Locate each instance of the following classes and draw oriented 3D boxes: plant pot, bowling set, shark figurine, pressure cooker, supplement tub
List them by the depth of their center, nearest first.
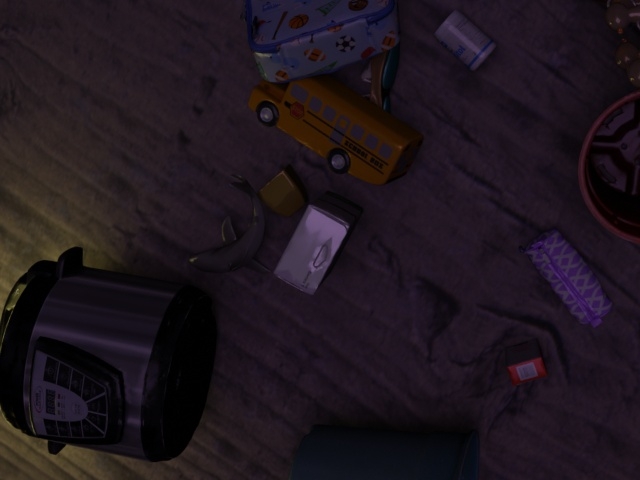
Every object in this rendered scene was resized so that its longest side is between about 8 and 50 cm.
[{"bbox_3d":[0.550,-0.355,1.586,0.154,0.200,0.286,-2,74,7],"label":"bowling set"},{"bbox_3d":[0.594,-0.150,1.679,0.273,0.265,0.272,2,103,10],"label":"plant pot"},{"bbox_3d":[0.280,-0.386,1.803,0.107,0.071,0.071,42,104,2],"label":"supplement tub"},{"bbox_3d":[0.123,0.520,1.862,0.334,0.341,0.341,6,100,17],"label":"plant pot"},{"bbox_3d":[-0.163,0.003,1.891,0.166,0.116,0.278,29,127,-2],"label":"shark figurine"},{"bbox_3d":[-0.454,0.243,1.891,0.421,0.375,0.369,10,62,9],"label":"pressure cooker"},{"bbox_3d":[-0.071,-0.095,1.910,0.081,0.081,0.083,-40,95,14],"label":"plant pot"}]

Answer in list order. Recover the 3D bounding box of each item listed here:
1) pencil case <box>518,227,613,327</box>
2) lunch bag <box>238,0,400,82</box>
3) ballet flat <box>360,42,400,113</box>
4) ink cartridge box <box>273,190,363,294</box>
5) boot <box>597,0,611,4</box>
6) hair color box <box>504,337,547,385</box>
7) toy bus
[{"bbox_3d":[0.486,0.070,1.831,0.086,0.088,0.206,-39,91,15],"label":"pencil case"},{"bbox_3d":[-0.003,-0.432,1.776,0.304,0.243,0.115,-12,140,9],"label":"lunch bag"},{"bbox_3d":[0.108,-0.297,1.847,0.073,0.080,0.232,9,100,20],"label":"ballet flat"},{"bbox_3d":[0.000,0.000,1.839,0.093,0.219,0.160,28,103,4],"label":"ink cartridge box"},{"bbox_3d":[0.562,-0.455,1.698,0.197,0.152,0.072,8,100,9],"label":"boot"},{"bbox_3d":[0.405,0.240,1.845,0.072,0.141,0.043,-19,96,13],"label":"hair color box"},{"bbox_3d":[0.025,-0.230,1.812,0.333,0.108,0.130,35,120,17],"label":"toy bus"}]
